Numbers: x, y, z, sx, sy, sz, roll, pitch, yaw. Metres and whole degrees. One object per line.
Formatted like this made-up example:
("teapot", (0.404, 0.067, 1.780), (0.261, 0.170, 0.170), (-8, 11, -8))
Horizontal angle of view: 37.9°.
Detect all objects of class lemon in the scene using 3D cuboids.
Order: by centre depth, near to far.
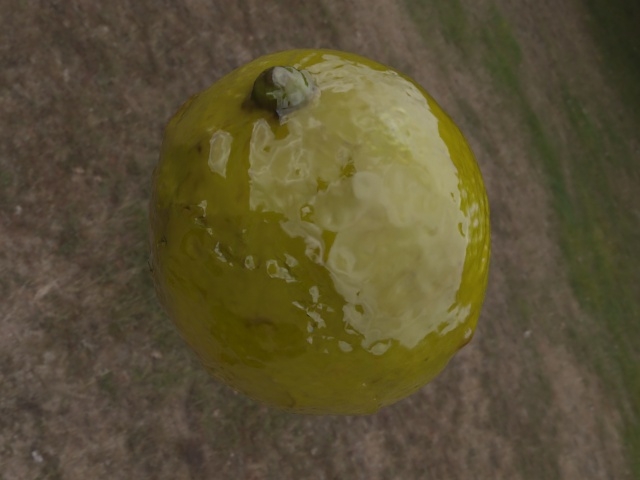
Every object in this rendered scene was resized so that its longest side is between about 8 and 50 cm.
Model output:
("lemon", (0.001, 0.001, 0.683), (0.260, 0.284, 0.260), (9, 49, -11))
